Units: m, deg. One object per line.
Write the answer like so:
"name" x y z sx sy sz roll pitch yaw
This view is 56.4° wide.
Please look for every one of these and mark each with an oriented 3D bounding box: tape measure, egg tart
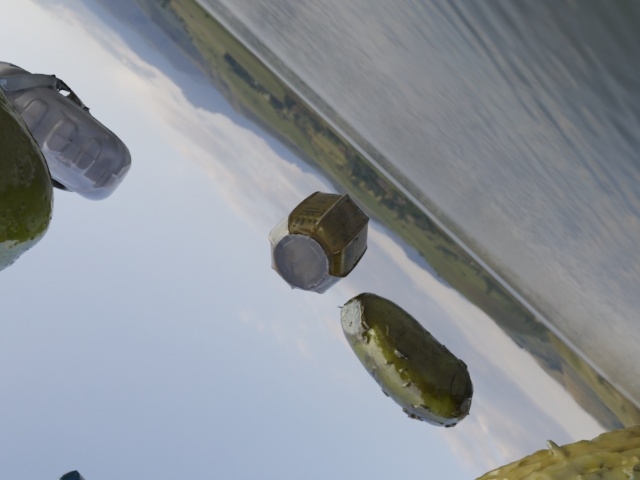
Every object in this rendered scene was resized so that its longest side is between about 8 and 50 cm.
"tape measure" -0.333 -0.129 0.744 0.197 0.120 0.236 36 171 -13
"egg tart" 0.282 0.325 0.671 0.387 0.387 0.169 31 -143 -53

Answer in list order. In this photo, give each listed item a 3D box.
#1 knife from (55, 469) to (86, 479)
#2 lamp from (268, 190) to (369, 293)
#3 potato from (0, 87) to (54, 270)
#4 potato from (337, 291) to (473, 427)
"knife" -0.113 0.266 0.306 0.044 0.026 0.297 55 -169 -57
"lamp" 0.000 0.000 1.068 0.161 0.161 0.185 43 -147 3
"potato" -0.321 -0.076 0.455 0.248 0.143 0.169 45 -128 -12
"potato" 0.123 0.177 0.903 0.251 0.113 0.149 39 -166 12
